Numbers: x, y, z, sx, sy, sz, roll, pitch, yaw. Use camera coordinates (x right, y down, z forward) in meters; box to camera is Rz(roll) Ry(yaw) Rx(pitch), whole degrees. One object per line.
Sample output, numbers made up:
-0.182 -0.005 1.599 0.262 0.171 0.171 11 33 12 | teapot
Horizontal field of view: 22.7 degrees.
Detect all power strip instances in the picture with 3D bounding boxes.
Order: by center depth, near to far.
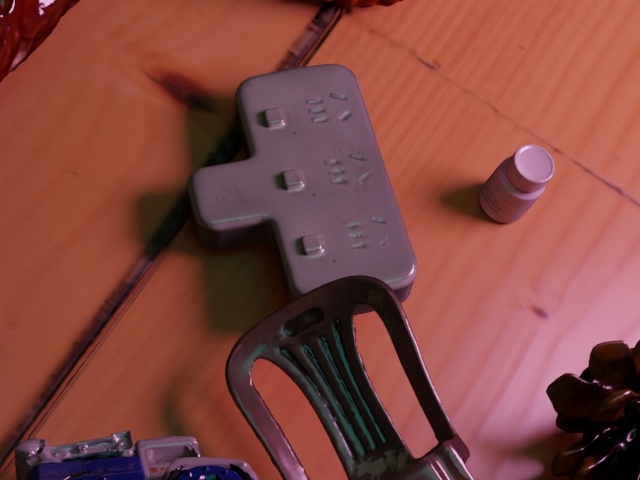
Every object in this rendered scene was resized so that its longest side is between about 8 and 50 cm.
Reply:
-0.030 -0.045 1.533 0.193 0.059 0.265 -11 60 -11 | power strip

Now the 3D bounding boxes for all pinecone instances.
0.325 0.198 1.465 0.229 0.202 0.201 27 47 -27 | pinecone

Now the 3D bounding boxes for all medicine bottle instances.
0.199 -0.058 1.617 0.052 0.089 0.052 8 63 -15 | medicine bottle

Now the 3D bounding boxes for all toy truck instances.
-0.149 0.235 1.327 0.213 0.161 0.177 -3 29 -13 | toy truck

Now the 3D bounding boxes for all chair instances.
0.043 0.192 1.344 0.175 0.183 0.326 -30 84 5 | chair

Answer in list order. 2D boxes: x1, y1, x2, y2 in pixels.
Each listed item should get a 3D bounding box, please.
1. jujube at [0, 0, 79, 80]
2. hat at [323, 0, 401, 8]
-0.328 -0.262 1.486 0.216 0.216 0.342 29 67 -3 | jujube
0.056 -0.438 1.585 0.285 0.400 0.285 9 58 -15 | hat
